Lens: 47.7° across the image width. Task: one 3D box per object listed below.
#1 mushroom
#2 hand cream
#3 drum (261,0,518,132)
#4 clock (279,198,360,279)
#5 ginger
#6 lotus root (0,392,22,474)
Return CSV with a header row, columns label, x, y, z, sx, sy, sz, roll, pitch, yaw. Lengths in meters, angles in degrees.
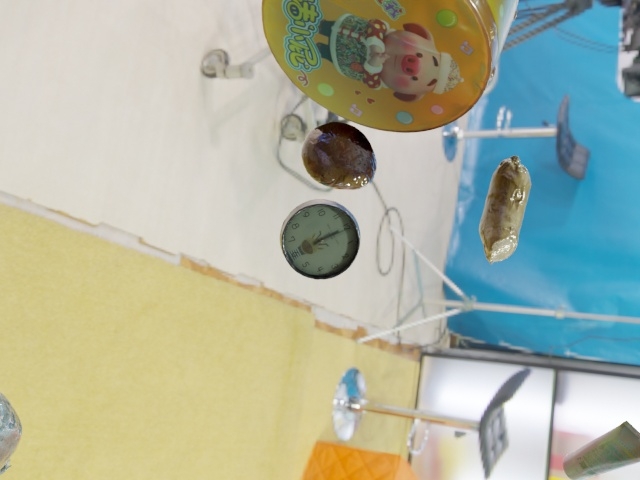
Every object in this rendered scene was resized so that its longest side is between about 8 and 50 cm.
label,x,y,z,sx,sy,sz,roll,pitch,yaw
mushroom,0.030,-0.127,1.078,0.052,0.123,0.123,110,6,-52
hand cream,0.474,0.354,1.196,0.047,0.076,0.174,-40,171,-39
drum,0.121,-0.403,1.252,0.431,0.431,0.214,58,46,-46
clock,0.000,0.000,1.618,0.040,0.185,0.184,-101,-175,-74
ginger,0.313,-0.049,1.235,0.095,0.069,0.190,40,65,-76
lotus root,-0.596,0.324,1.207,0.349,0.175,0.174,112,-6,-67
